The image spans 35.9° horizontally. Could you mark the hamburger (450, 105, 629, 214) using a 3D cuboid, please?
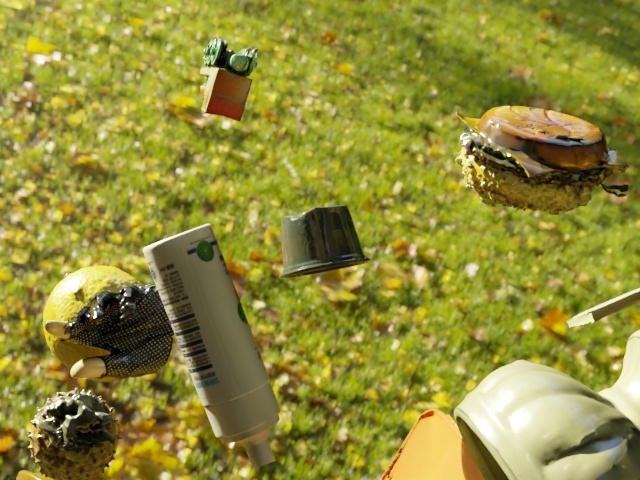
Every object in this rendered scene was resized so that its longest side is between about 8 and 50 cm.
[{"bbox_3d":[0.331,-0.118,1.514,0.243,0.139,0.261,-4,27,-26],"label":"hamburger"}]

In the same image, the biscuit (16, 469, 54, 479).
[{"bbox_3d":[-0.296,0.368,1.329,0.215,0.182,0.034,19,72,22],"label":"biscuit"}]

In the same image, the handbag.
[{"bbox_3d":[0.210,0.479,1.606,0.116,0.304,0.410,29,8,-18],"label":"handbag"}]

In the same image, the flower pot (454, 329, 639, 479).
[{"bbox_3d":[0.320,0.246,1.090,0.244,0.307,0.307,-29,46,-4],"label":"flower pot"}]

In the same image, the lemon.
[{"bbox_3d":[-0.382,0.143,1.721,0.231,0.192,0.192,44,37,17],"label":"lemon"}]

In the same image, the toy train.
[{"bbox_3d":[-0.147,-0.242,1.486,0.074,0.118,0.176,16,5,-18],"label":"toy train"}]

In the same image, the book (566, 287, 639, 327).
[{"bbox_3d":[0.598,0.121,1.947,0.201,0.289,0.026,-23,80,1],"label":"book"}]

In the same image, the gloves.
[{"bbox_3d":[-0.294,0.117,1.358,0.180,0.129,0.106,14,27,-33],"label":"gloves"}]

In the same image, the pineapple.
[{"bbox_3d":[-0.263,0.201,1.064,0.108,0.198,0.108,5,68,-14],"label":"pineapple"}]

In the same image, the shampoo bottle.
[{"bbox_3d":[-0.122,0.135,1.210,0.092,0.092,0.303,-23,92,-49],"label":"shampoo bottle"}]

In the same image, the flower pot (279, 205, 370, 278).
[{"bbox_3d":[0.000,0.000,1.666,0.157,0.107,0.157,-9,-3,-1],"label":"flower pot"}]
